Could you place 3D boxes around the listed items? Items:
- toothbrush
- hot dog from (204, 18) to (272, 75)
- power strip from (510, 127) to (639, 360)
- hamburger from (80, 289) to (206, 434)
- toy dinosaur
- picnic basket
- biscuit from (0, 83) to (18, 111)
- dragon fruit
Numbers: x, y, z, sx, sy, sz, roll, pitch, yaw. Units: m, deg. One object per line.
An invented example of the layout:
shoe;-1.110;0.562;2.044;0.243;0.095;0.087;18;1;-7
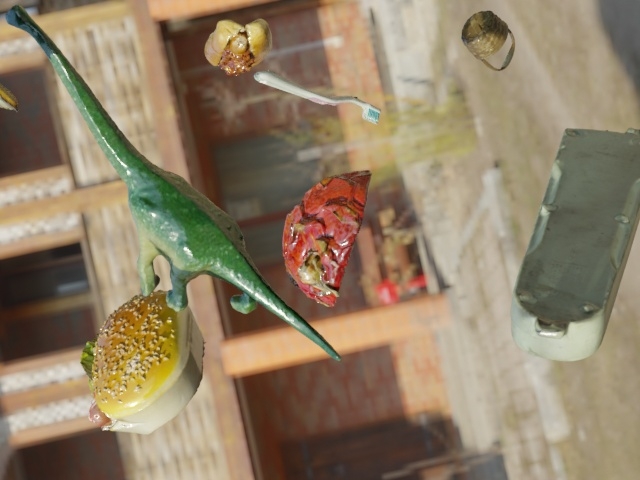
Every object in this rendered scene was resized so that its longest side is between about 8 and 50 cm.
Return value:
toothbrush;0.000;-0.153;1.531;0.204;0.017;0.022;14;-103;-50
hot dog;-0.123;-0.291;2.222;0.249;0.102;0.076;-169;73;-81
power strip;0.207;-0.003;1.146;0.286;0.080;0.048;-62;-26;-50
hamburger;-0.237;0.162;1.931;0.116;0.173;0.210;40;-153;-26
toy dinosaur;-0.149;-0.056;1.553;0.087;0.447;0.301;-46;-26;-40
picnic basket;0.248;-0.285;2.103;0.083;0.072;0.072;37;-156;-32
biscuit;-0.394;-0.182;1.451;0.139;0.016;0.231;44;162;-33
dragon fruit;0.000;0.000;1.561;0.106;0.083;0.162;-82;12;-71
